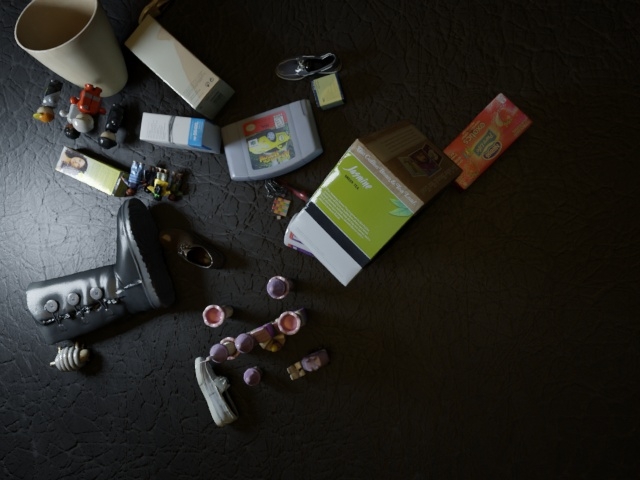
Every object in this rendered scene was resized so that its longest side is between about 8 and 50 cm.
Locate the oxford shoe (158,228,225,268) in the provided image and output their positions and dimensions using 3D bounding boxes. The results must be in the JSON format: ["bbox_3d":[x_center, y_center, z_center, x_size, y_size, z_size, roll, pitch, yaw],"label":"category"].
[{"bbox_3d":[-0.411,0.021,1.655,0.227,0.096,0.083,22,96,11],"label":"oxford shoe"}]

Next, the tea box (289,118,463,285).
[{"bbox_3d":[0.150,-0.107,1.382,0.220,0.329,0.323,46,124,7],"label":"tea box"}]

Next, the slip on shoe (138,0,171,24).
[{"bbox_3d":[-0.527,-0.735,1.701,0.041,0.051,0.135,40,91,-4],"label":"slip on shoe"}]

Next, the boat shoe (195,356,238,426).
[{"bbox_3d":[-0.317,0.460,1.652,0.081,0.079,0.228,-21,92,3],"label":"boat shoe"}]

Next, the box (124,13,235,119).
[{"bbox_3d":[-0.428,-0.528,1.633,0.311,0.148,0.121,43,96,6],"label":"box"}]

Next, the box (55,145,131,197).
[{"bbox_3d":[-0.737,-0.222,1.731,0.232,0.058,0.087,23,94,9],"label":"box"}]

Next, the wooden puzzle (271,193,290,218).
[{"bbox_3d":[-0.122,-0.106,1.646,0.049,0.006,0.083,18,93,9],"label":"wooden puzzle"}]

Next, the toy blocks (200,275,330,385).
[{"bbox_3d":[-0.168,0.288,1.527,0.288,0.260,0.309,-25,86,9],"label":"toy blocks"}]

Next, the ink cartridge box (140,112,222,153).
[{"bbox_3d":[-0.423,-0.327,1.628,0.203,0.148,0.086,9,93,10],"label":"ink cartridge box"}]

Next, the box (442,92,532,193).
[{"bbox_3d":[0.444,-0.264,1.483,0.122,0.128,0.257,45,97,7],"label":"box"}]

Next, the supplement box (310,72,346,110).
[{"bbox_3d":[0.025,-0.444,1.594,0.083,0.056,0.083,-16,87,10],"label":"supplement box"}]

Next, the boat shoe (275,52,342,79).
[{"bbox_3d":[-0.041,-0.532,1.602,0.206,0.065,0.075,-3,90,10],"label":"boat shoe"}]

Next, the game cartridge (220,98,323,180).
[{"bbox_3d":[-0.149,-0.293,1.614,0.294,0.060,0.196,-17,81,10],"label":"game cartridge"}]

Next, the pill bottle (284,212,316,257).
[{"bbox_3d":[0.000,0.000,1.574,0.193,0.108,0.108,23,94,9],"label":"pill bottle"}]

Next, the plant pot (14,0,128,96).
[{"bbox_3d":[-0.709,-0.571,1.604,0.256,0.274,0.257,-5,66,11],"label":"plant pot"}]

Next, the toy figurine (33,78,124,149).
[{"bbox_3d":[-0.742,-0.386,1.653,0.209,0.213,0.148,11,82,10],"label":"toy figurine"}]

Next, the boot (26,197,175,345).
[{"bbox_3d":[-0.725,0.102,1.698,0.445,0.146,0.367,-18,85,14],"label":"boot"}]

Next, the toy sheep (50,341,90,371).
[{"bbox_3d":[-0.814,0.384,1.733,0.132,0.091,0.091,-17,87,4],"label":"toy sheep"}]

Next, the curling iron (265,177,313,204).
[{"bbox_3d":[-0.049,-0.120,1.615,0.274,0.035,0.068,25,68,7],"label":"curling iron"}]

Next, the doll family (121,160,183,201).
[{"bbox_3d":[-0.532,-0.179,1.687,0.193,0.076,0.111,17,95,11],"label":"doll family"}]
